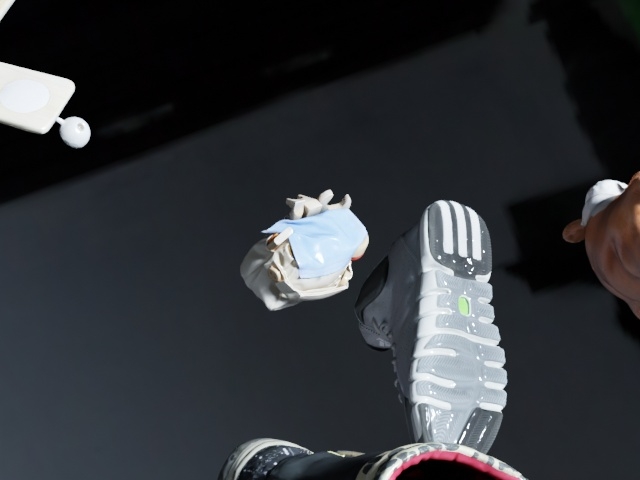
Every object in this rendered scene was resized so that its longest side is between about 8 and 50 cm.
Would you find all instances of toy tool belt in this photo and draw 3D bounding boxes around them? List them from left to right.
[{"bbox_3d":[0.000,0.000,0.874,0.052,0.083,0.051,46,-42,20],"label":"toy tool belt"}]

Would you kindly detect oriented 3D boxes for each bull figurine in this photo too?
[{"bbox_3d":[0.298,0.020,1.474,0.188,0.101,0.310,52,2,6],"label":"bull figurine"}]

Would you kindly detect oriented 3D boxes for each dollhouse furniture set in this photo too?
[{"bbox_3d":[-0.104,-0.086,0.592,0.091,0.081,0.114,96,13,-47],"label":"dollhouse furniture set"}]

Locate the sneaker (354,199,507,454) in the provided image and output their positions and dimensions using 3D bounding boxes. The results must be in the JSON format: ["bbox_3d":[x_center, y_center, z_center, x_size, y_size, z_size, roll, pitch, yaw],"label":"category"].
[{"bbox_3d":[0.080,0.091,1.375,0.132,0.086,0.228,-32,-134,51],"label":"sneaker"}]

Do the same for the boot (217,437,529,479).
[{"bbox_3d":[0.077,0.171,0.894,0.236,0.085,0.178,28,-20,-21],"label":"boot"}]
